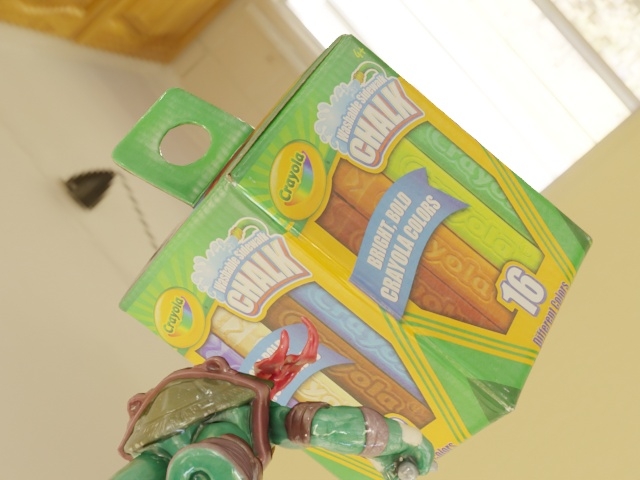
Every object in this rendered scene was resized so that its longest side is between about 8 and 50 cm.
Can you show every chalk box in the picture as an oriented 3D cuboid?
[{"bbox_3d":[0.000,0.000,0.893,0.289,0.179,0.180,39,-132,-6],"label":"chalk box"}]

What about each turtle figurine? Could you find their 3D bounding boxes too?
[{"bbox_3d":[-0.048,0.116,0.634,0.118,0.175,0.234,54,-168,9],"label":"turtle figurine"}]
